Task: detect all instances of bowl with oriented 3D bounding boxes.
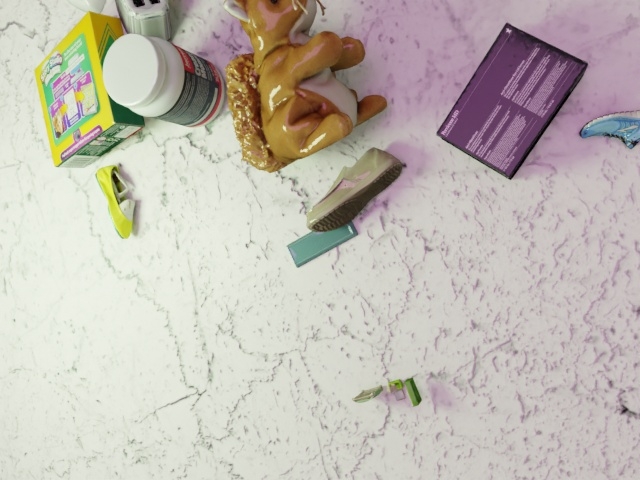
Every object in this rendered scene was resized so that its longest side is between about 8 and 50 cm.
[{"bbox_3d":[-0.709,-0.766,1.600,0.142,0.053,0.142,27,103,21],"label":"bowl"}]

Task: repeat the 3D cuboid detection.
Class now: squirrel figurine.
[{"bbox_3d":[-0.099,-0.370,1.206,0.397,0.281,0.370,-21,104,39],"label":"squirrel figurine"}]

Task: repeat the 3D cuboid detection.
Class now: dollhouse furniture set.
[{"bbox_3d":[0.158,0.374,1.259,0.152,0.076,0.058,-23,82,21],"label":"dollhouse furniture set"}]

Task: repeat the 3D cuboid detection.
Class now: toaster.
[{"bbox_3d":[-0.480,-0.636,1.438,0.129,0.146,0.227,-19,82,-17],"label":"toaster"}]

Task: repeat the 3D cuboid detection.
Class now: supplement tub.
[{"bbox_3d":[-0.390,-0.401,1.357,0.191,0.272,0.191,1,92,23],"label":"supplement tub"}]

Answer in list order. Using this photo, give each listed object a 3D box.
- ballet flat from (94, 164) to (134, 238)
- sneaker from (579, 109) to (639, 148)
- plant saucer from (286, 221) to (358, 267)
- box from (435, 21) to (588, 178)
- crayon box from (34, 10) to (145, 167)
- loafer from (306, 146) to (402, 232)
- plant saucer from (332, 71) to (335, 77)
[{"bbox_3d":[-0.592,-0.120,1.566,0.077,0.077,0.231,-25,80,5],"label":"ballet flat"},{"bbox_3d":[0.604,-0.217,1.056,0.162,0.063,0.073,-3,94,23],"label":"sneaker"},{"bbox_3d":[0.000,0.000,1.345,0.192,0.018,0.067,-29,81,20],"label":"plant saucer"},{"bbox_3d":[0.397,-0.286,1.120,0.184,0.103,0.261,36,105,15],"label":"box"},{"bbox_3d":[-0.668,-0.413,1.520,0.363,0.106,0.313,-17,84,39],"label":"crayon box"},{"bbox_3d":[0.069,-0.121,1.271,0.268,0.102,0.092,-37,61,6],"label":"loafer"},{"bbox_3d":[-0.002,-0.406,1.333,0.083,0.013,0.083,1,93,24],"label":"plant saucer"}]
